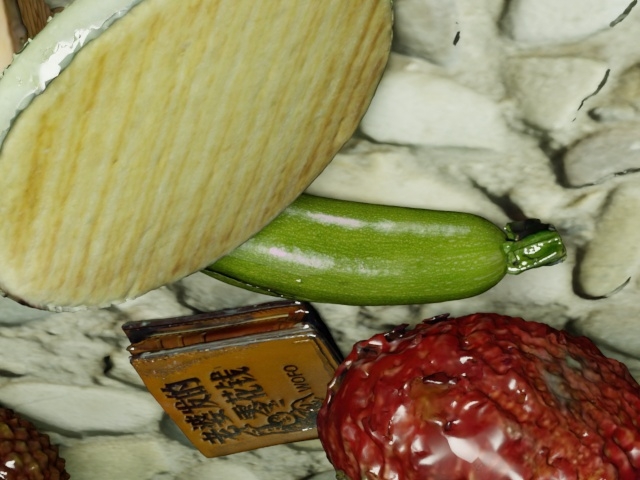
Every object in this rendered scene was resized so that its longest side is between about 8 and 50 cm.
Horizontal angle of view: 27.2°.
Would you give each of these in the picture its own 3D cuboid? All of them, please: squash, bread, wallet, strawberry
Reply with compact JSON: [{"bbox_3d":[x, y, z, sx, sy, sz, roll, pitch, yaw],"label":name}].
[{"bbox_3d":[0.000,0.002,0.863,0.318,0.071,0.080,9,144,-10],"label":"squash"},{"bbox_3d":[-0.072,-0.063,0.690,0.267,0.040,0.267,-33,155,-18],"label":"bread"},{"bbox_3d":[-0.052,0.118,1.059,0.161,0.042,0.195,-8,144,15],"label":"wallet"},{"bbox_3d":[0.140,0.161,0.976,0.274,0.220,0.274,37,156,19],"label":"strawberry"}]

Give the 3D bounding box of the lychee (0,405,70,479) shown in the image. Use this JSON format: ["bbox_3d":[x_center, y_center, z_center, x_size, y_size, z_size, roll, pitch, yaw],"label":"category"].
[{"bbox_3d":[-0.299,0.220,1.095,0.188,0.188,0.188,2,145,1],"label":"lychee"}]

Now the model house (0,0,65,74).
[{"bbox_3d":[-0.218,-0.074,0.717,0.183,0.166,0.172,-19,158,4],"label":"model house"}]
